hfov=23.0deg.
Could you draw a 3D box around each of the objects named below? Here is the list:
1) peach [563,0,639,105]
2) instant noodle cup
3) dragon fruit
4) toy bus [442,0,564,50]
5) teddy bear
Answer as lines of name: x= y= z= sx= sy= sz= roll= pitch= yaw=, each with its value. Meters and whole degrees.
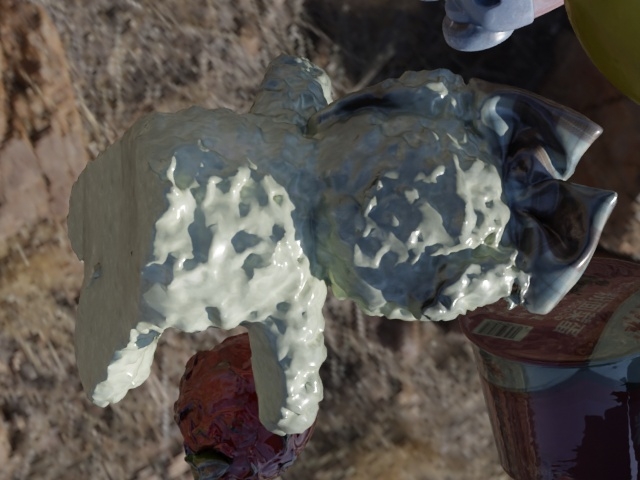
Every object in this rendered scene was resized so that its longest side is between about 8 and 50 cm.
peach: x=0.258 y=-0.170 z=0.956 sx=0.231 sy=0.231 sz=0.231 roll=-13 pitch=124 yaw=-20
instant noodle cup: x=0.266 y=0.142 z=1.626 sx=0.235 sy=0.235 sz=0.178 roll=-17 pitch=116 yaw=-18
dragon fruit: x=-0.087 y=0.193 z=1.811 sx=0.172 sy=0.209 sz=0.172 roll=3 pitch=118 yaw=5
toy bus: x=0.187 y=-0.336 z=1.532 sx=0.232 sy=0.294 sz=0.197 roll=-21 pitch=121 yaw=-2
teddy bear: x=0.000 y=0.000 z=1.334 sx=0.362 sy=0.327 sz=0.375 roll=1 pitch=160 yaw=-20
